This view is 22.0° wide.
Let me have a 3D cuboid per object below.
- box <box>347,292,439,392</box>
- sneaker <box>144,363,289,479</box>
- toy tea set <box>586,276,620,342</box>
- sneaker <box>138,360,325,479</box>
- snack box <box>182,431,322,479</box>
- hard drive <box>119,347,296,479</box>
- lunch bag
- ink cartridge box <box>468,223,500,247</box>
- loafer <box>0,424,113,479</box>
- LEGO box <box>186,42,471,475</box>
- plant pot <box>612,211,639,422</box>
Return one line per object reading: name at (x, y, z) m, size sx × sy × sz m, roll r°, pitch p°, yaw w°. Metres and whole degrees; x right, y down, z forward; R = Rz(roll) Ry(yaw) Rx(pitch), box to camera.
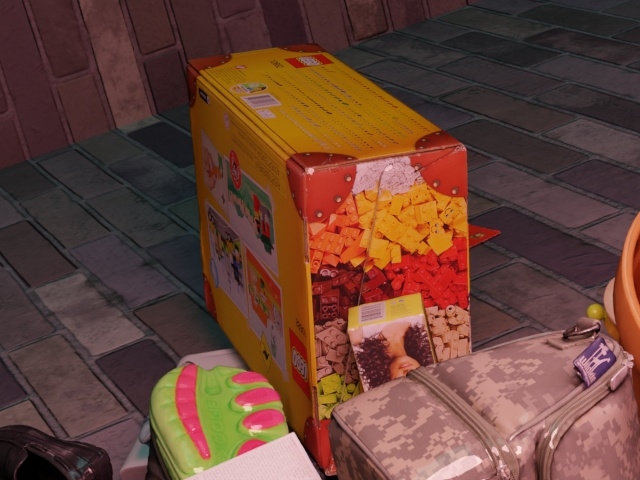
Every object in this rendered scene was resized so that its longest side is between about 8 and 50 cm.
box at (0.095, 0.177, 1.777) m, size 0.087 × 0.232 × 0.058 m, roll -13°, pitch 23°, yaw 7°
sneaker at (-0.093, 0.332, 1.615) m, size 0.185 × 0.202 × 0.483 m, roll 4°, pitch 37°, yaw -4°
toy tea set at (0.457, 0.144, 1.800) m, size 0.336 × 0.124 × 0.200 m, roll 2°, pitch 54°, yaw -6°
sneaker at (-0.105, 0.249, 1.885) m, size 0.122 × 0.110 × 0.283 m, roll -48°, pitch 38°, yaw -14°
snack box at (-0.032, 0.339, 1.422) m, size 0.187 × 0.060 × 0.322 m, roll -21°, pitch 59°, yaw -19°
hard drive at (-0.118, 0.217, 2.103) m, size 0.203 × 0.040 × 0.307 m, roll -10°, pitch 21°, yaw 14°
lunch bag at (0.173, 0.242, 1.446) m, size 0.256 × 0.305 × 0.212 m, roll -22°, pitch 22°, yaw -16°
ink cartridge box at (0.125, -0.003, 2.504) m, size 0.232 × 0.066 × 0.189 m, roll -30°, pitch 24°, yaw -25°
loafer at (-0.360, 0.279, 2.053) m, size 0.223 × 0.076 × 0.078 m, roll 5°, pitch 20°, yaw 35°
LEGO box at (0.000, 0.000, 2.032) m, size 0.193 × 0.373 × 0.500 m, roll -10°, pitch 23°, yaw -17°
plant pot at (0.415, 0.104, 1.620) m, size 0.290 × 0.203 × 0.291 m, roll 3°, pitch 53°, yaw -5°
